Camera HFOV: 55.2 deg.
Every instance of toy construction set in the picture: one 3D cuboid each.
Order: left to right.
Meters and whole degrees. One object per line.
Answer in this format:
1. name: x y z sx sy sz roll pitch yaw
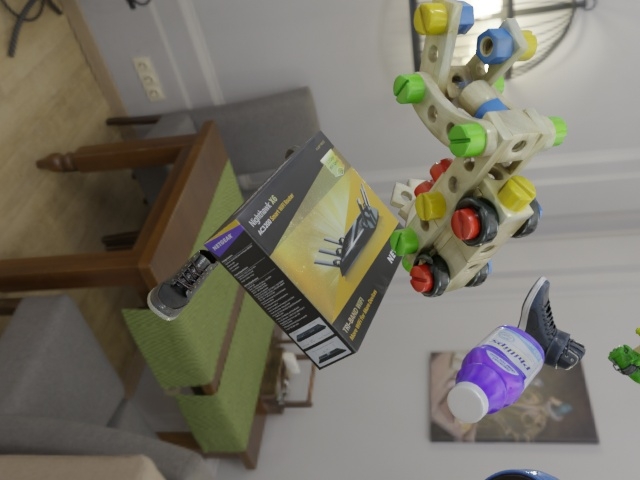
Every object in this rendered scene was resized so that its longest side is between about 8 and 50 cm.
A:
1. toy construction set: 0.138 -0.070 0.662 0.328 0.151 0.215 95 -26 -61

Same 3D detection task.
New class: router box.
1. router box: 0.000 0.000 0.926 0.243 0.081 0.309 48 37 -11

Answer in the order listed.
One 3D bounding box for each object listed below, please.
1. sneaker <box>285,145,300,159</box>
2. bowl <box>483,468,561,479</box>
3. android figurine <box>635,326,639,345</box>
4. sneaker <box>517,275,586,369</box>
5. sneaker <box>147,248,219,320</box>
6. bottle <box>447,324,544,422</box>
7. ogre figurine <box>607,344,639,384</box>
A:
1. sneaker: -0.035 -0.090 1.262 0.227 0.130 0.087 57 -9 17
2. bowl: 0.475 0.747 1.469 0.077 0.391 0.391 25 49 -24
3. android figurine: 0.819 0.283 1.340 0.056 0.273 0.248 -45 164 -10
4. sneaker: 0.558 0.204 1.454 0.086 0.163 0.226 -31 135 -44
5. sneaker: -0.309 0.090 1.384 0.083 0.118 0.222 40 18 -7
6. bottle: 0.320 0.246 1.128 0.283 0.118 0.092 -18 139 -52
7. ogre figurine: 0.603 0.212 1.018 0.118 0.197 0.097 53 26 -11
